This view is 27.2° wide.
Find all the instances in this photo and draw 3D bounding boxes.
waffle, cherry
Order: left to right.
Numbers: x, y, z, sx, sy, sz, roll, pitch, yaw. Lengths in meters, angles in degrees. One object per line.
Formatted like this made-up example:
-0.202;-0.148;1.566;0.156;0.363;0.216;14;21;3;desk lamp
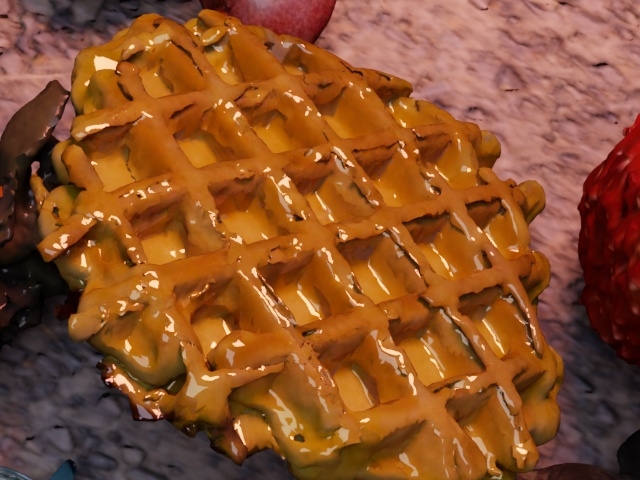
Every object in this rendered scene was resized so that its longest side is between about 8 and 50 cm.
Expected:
-0.075;-0.163;1.034;0.225;0.090;0.107;-42;93;-1;cherry
0.000;0.000;0.869;0.382;0.095;0.379;23;43;-17;waffle

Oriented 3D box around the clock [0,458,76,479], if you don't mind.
-0.230;0.210;0.935;0.147;0.045;0.108;-24;74;-10;clock

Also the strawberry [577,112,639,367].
0.319;-0.007;0.856;0.292;0.343;0.292;0;81;-1;strawberry

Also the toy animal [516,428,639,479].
0.228;0.207;0.880;0.343;0.106;0.168;12;35;13;toy animal

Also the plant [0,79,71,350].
-0.283;0.001;0.923;0.312;0.215;0.213;-6;71;-4;plant
